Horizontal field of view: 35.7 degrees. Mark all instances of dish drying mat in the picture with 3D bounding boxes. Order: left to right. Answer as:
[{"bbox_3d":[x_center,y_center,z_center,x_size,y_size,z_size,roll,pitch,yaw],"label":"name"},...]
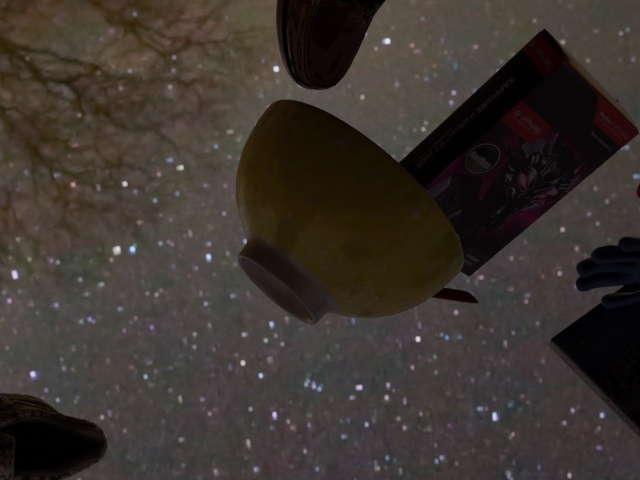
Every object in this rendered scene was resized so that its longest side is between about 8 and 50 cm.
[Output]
[{"bbox_3d":[0.185,0.076,1.409,0.083,0.008,0.032,11,-156,-31],"label":"dish drying mat"}]

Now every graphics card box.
[{"bbox_3d":[0.287,-0.125,1.562,0.371,0.233,0.094,-41,-138,21],"label":"graphics card box"}]

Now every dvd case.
[{"bbox_3d":[0.404,0.152,1.087,0.180,0.022,0.253,-32,-121,-17],"label":"dvd case"}]

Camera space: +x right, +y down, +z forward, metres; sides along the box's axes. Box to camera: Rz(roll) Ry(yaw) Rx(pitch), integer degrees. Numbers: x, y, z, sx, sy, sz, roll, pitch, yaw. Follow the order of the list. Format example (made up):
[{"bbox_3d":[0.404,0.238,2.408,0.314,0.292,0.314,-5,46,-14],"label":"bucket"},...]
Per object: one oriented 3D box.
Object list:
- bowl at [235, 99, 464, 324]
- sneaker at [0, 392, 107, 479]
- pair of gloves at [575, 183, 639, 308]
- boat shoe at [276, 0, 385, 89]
[{"bbox_3d":[0.000,0.000,1.109,0.289,0.289,0.156,24,-112,46],"label":"bowl"},{"bbox_3d":[-0.394,0.216,1.014,0.182,0.158,0.410,-16,170,38],"label":"sneaker"},{"bbox_3d":[0.292,-0.009,0.778,0.159,0.198,0.023,2,-129,-18],"label":"pair of gloves"},{"bbox_3d":[0.030,-0.309,1.153,0.110,0.307,0.104,-6,-148,-32],"label":"boat shoe"}]
